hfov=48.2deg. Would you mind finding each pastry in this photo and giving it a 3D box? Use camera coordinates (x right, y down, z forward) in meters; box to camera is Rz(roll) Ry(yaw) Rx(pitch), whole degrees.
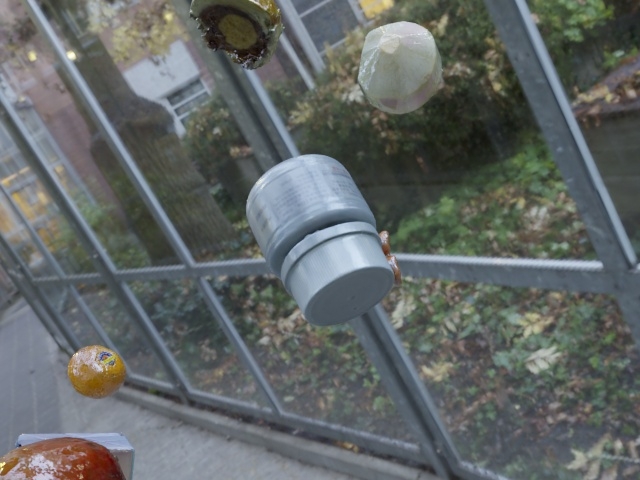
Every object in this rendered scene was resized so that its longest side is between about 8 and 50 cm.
[{"bbox_3d":[-0.219,-0.628,1.985,0.170,0.256,0.237,-60,-2,-34],"label":"pastry"}]

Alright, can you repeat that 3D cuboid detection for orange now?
[{"bbox_3d":[-0.528,0.312,1.685,0.117,0.135,0.135,-51,2,31],"label":"orange"}]

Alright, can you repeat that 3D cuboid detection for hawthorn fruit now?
[{"bbox_3d":[-0.409,0.403,1.111,0.224,0.224,0.261,-16,8,42],"label":"hawthorn fruit"}]

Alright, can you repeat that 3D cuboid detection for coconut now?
[{"bbox_3d":[0.201,-0.439,1.818,0.197,0.237,0.237,19,36,19],"label":"coconut"}]

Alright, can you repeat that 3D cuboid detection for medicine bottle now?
[{"bbox_3d":[0.000,0.000,1.494,0.245,0.245,0.306,-29,59,4],"label":"medicine bottle"}]

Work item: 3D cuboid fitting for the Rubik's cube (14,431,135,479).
[{"bbox_3d":[-0.501,0.508,1.427,0.221,0.224,0.231,6,-10,-19],"label":"Rubik's cube"}]

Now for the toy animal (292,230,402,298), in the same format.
[{"bbox_3d":[0.057,0.068,2.058,0.338,0.191,0.216,-13,53,-7],"label":"toy animal"}]
